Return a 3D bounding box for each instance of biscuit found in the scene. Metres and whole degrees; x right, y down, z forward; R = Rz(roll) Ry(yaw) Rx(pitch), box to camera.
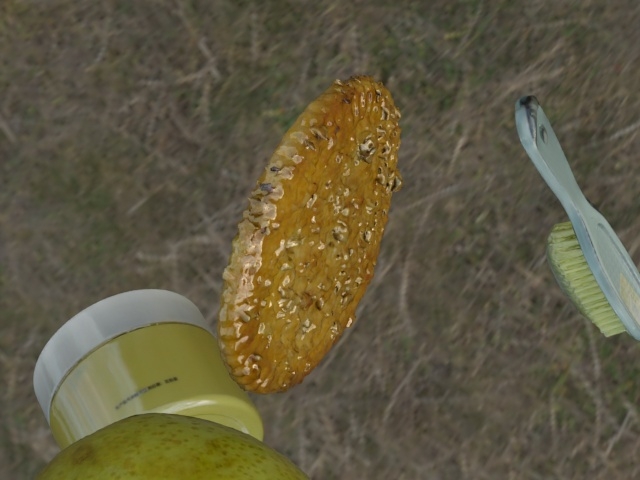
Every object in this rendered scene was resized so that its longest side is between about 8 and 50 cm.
[{"bbox_3d":[0.000,0.000,1.178,0.035,0.254,0.254,21,122,20],"label":"biscuit"}]

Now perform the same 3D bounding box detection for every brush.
[{"bbox_3d":[0.207,-0.009,1.338,0.060,0.068,0.297,-13,133,26],"label":"brush"}]

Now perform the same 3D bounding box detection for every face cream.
[{"bbox_3d":[-0.196,0.194,1.821,0.179,0.218,0.218,56,135,39],"label":"face cream"}]

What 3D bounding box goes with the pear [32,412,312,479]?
[{"bbox_3d":[-0.101,0.273,1.138,0.304,0.304,0.304,11,119,21],"label":"pear"}]
